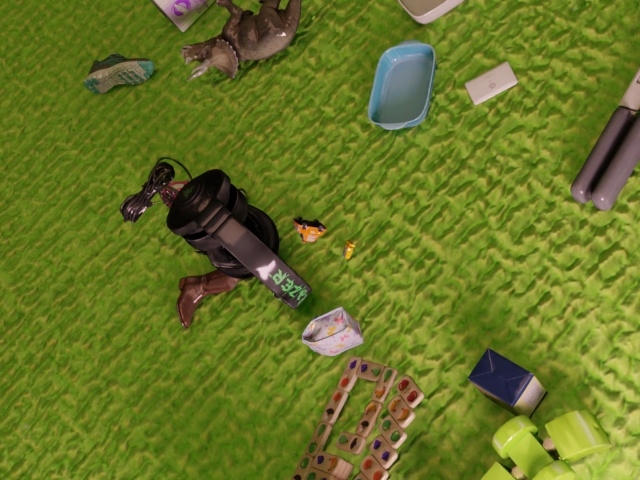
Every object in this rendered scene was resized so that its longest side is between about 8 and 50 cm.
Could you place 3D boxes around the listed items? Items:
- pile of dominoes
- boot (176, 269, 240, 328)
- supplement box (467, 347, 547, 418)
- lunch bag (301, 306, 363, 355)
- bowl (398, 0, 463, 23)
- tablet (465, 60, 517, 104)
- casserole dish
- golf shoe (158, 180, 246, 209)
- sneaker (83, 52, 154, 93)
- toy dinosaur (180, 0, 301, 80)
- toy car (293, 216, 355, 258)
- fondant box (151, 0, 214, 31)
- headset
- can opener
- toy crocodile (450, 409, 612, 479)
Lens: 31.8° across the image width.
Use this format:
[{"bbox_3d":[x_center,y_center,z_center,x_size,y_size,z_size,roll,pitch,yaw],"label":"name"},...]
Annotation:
[{"bbox_3d":[0.044,0.295,1.701,0.196,0.040,0.251,6,65,53],"label":"pile of dominoes"},{"bbox_3d":[-0.196,0.097,1.989,0.114,0.037,0.106,-13,60,16],"label":"boot"},{"bbox_3d":[0.273,0.211,1.637,0.083,0.083,0.056,30,81,37],"label":"supplement box"},{"bbox_3d":[0.016,0.150,1.818,0.083,0.071,0.053,-27,55,14],"label":"lunch bag"},{"bbox_3d":[0.211,-0.468,2.069,0.142,0.053,0.142,-33,54,8],"label":"bowl"},{"bbox_3d":[0.295,-0.273,1.944,0.083,0.006,0.054,-28,54,13],"label":"tablet"},{"bbox_3d":[0.150,-0.271,2.003,0.114,0.037,0.188,-1,63,28],"label":"casserole dish"},{"bbox_3d":[-0.221,-0.081,2.088,0.186,0.067,0.086,18,50,32],"label":"golf shoe"},{"bbox_3d":[-0.421,-0.365,2.350,0.166,0.065,0.076,-9,56,23],"label":"sneaker"},{"bbox_3d":[-0.116,-0.411,2.196,0.313,0.121,0.160,-15,69,15],"label":"toy dinosaur"},{"bbox_3d":[0.000,0.000,1.923,0.122,0.060,0.040,36,116,44],"label":"toy car"},{"bbox_3d":[-0.245,-0.623,2.285,0.330,0.238,0.096,-44,53,0],"label":"fondant box"},{"bbox_3d":[-0.183,-0.006,1.898,0.185,0.243,0.394,-46,56,-2],"label":"headset"},{"bbox_3d":[0.476,-0.187,1.741,0.076,0.095,0.283,24,77,37],"label":"can opener"},{"bbox_3d":[0.254,0.358,1.566,0.340,0.105,0.115,-44,52,6],"label":"toy crocodile"}]
